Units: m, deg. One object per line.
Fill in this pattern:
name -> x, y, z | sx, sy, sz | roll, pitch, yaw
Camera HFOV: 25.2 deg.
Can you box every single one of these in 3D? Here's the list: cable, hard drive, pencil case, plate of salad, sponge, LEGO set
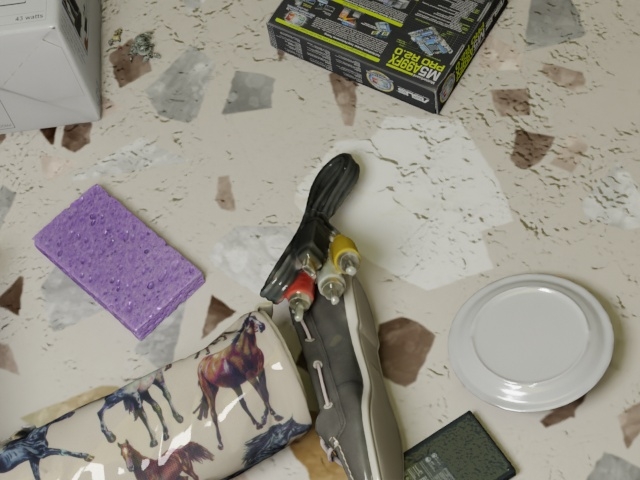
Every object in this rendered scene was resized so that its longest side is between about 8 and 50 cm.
cable -> 0.000, 0.000, 1.800 | 0.139, 0.072, 0.287 | -39, 18, 25
hard drive -> 0.148, 0.272, 1.684 | 0.135, 0.022, 0.094 | -31, 62, -10
pencil case -> -0.204, 0.229, 1.672 | 0.410, 0.160, 0.183 | -27, 73, -8
plate of salad -> 0.255, 0.126, 1.738 | 0.200, 0.048, 0.199 | -7, 51, 8
sponge -> -0.264, 0.025, 1.865 | 0.210, 0.031, 0.117 | 38, 72, 24
LEGO set -> -0.265, -0.280, 2.037 | 0.083, 0.023, 0.054 | 9, 63, 12

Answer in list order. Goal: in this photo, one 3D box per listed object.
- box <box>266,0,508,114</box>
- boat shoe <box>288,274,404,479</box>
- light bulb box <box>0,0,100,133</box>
box -> 0.094, -0.317, 1.995 | 0.270, 0.060, 0.216 | 24, 67, 19
boat shoe -> 0.027, 0.189, 1.696 | 0.096, 0.112, 0.335 | -21, 49, 15
light bulb box -> -0.501, -0.349, 1.989 | 0.358, 0.225, 0.361 | -7, 60, 4
